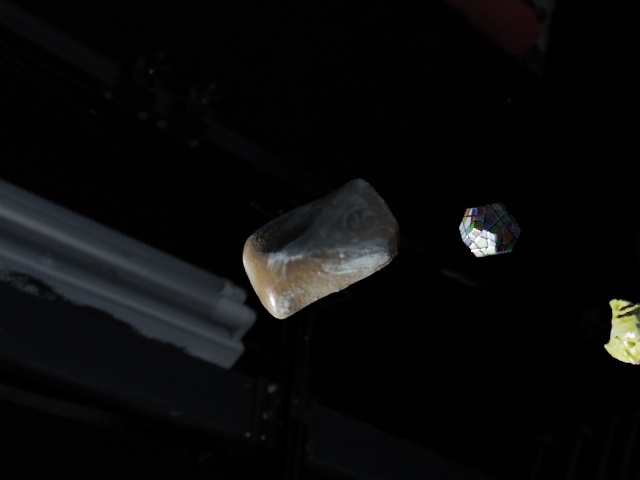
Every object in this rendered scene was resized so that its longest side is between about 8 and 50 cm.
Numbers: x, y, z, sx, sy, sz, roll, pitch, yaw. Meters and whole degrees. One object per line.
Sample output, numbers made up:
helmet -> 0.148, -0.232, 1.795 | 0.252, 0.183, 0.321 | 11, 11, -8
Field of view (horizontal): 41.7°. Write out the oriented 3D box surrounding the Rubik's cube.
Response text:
Rubik's cube -> 0.311, -0.020, 1.547 | 0.093, 0.111, 0.111 | 20, -126, -13

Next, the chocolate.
chocolate -> -0.001, -0.002, 1.320 | 0.157, 0.254, 0.080 | 60, 174, 28

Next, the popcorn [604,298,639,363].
popcorn -> 0.421, 0.117, 1.087 | 0.097, 0.109, 0.089 | 21, -138, 1
